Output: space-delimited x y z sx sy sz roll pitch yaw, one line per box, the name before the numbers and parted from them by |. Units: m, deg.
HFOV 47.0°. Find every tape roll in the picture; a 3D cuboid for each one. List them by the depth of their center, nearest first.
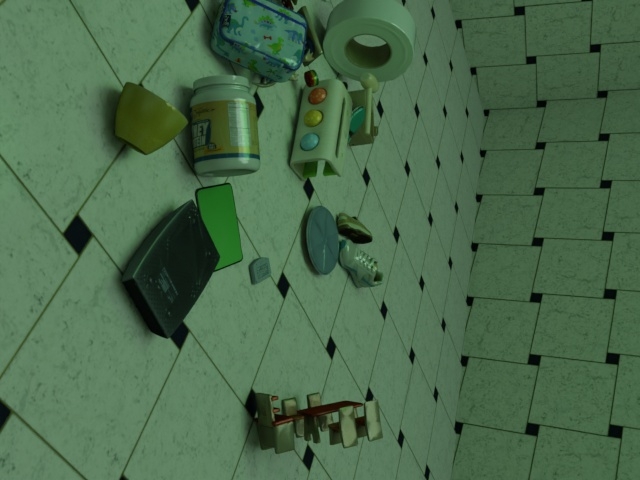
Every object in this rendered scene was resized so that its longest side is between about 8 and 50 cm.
tape roll | 0.154 -0.618 2.275 0.286 0.286 0.100 51 40 -50

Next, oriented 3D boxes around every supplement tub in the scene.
supplement tub | -0.208 -0.244 1.593 0.144 0.144 0.200 0 85 -65

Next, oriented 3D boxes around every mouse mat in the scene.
mouse mat | -0.227 -0.032 1.672 0.152 0.007 0.190 -22 106 -64

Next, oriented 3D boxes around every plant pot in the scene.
plant pot | -0.330 -0.217 1.372 0.095 0.134 0.134 -59 146 -8

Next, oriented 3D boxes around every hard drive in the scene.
hard drive | -0.294 0.052 1.456 0.255 0.054 0.172 -64 141 -48

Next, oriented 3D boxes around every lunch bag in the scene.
lunch bag | -0.143 -0.489 1.735 0.218 0.090 0.176 21 61 -21

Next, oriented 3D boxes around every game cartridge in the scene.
game cartridge | -0.148 0.071 1.810 0.083 0.017 0.056 -27 113 -63

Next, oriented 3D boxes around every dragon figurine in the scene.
dragon figurine | -0.116 -0.454 1.887 0.085 0.144 0.289 56 51 -35

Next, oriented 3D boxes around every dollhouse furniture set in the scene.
dollhouse furniture set | -0.021 0.414 1.765 0.259 0.262 0.135 -4 86 -34

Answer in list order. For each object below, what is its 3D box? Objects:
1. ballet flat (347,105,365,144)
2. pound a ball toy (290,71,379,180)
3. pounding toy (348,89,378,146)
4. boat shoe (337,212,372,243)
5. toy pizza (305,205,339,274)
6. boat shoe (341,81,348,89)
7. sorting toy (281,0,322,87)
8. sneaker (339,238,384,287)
ballet flat | 0.071 -0.337 2.246 0.188 0.070 0.070 -58 143 -15
pound a ball toy | 0.037 -0.340 2.061 0.136 0.208 0.319 48 44 -52
pounding toy | 0.125 -0.399 2.410 0.206 0.094 0.181 59 29 -59
boat shoe | 0.112 -0.043 2.336 0.190 0.068 0.072 33 44 -59
toy pizza | 0.000 0.000 2.122 0.201 0.032 0.202 20 68 -62
boat shoe | 0.043 -0.397 2.238 0.080 0.076 0.229 57 36 -45
sorting toy | -0.060 -0.558 2.002 0.046 0.132 0.275 -22 95 -19
sneaker | 0.127 0.068 2.309 0.229 0.092 0.088 52 42 -47
